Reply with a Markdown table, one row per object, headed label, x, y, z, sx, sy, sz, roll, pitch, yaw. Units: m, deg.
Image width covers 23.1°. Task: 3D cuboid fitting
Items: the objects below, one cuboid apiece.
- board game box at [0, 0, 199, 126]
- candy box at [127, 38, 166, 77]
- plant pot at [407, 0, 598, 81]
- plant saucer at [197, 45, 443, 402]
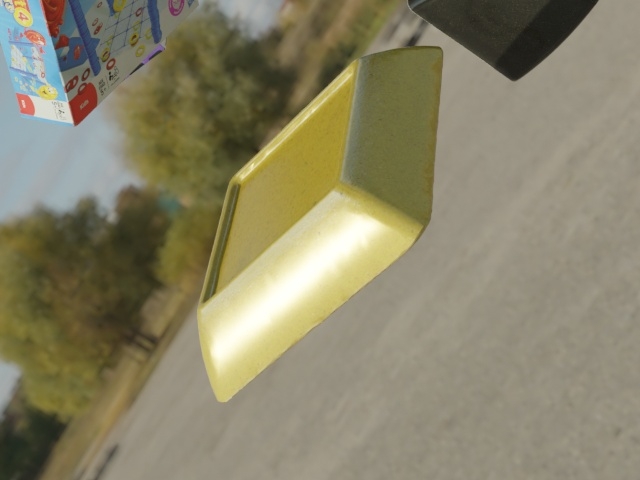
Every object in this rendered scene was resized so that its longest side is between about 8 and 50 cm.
| label | x | y | z | sx | sy | sz | roll | pitch | yaw |
| --- | --- | --- | --- | --- | --- | --- | --- | --- | --- |
| board game box | -0.288 | -0.353 | 1.951 | 0.308 | 0.086 | 0.302 | -53 | -34 | -40 |
| candy box | -0.380 | -0.331 | 2.577 | 0.196 | 0.165 | 0.070 | -33 | 29 | 21 |
| plant pot | 0.244 | -0.337 | 1.889 | 0.167 | 0.187 | 0.188 | -23 | 43 | 49 |
| plant saucer | -0.014 | -0.040 | 1.652 | 0.333 | 0.081 | 0.333 | -41 | 24 | 32 |
